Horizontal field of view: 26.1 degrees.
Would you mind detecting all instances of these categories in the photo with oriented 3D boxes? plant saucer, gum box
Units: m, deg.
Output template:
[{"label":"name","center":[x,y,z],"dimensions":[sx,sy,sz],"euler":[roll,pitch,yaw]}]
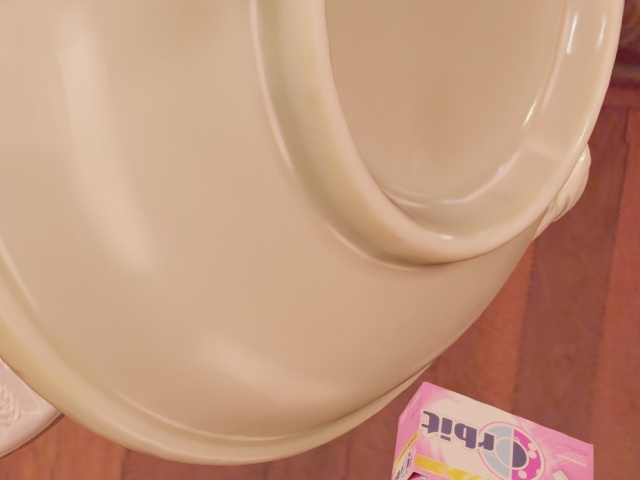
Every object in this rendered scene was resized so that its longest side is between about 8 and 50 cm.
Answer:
[{"label":"plant saucer","center":[0.025,-0.103,0.521],"dimensions":[0.100,0.400,0.400],"euler":[10,83,37]},{"label":"gum box","center":[0.163,0.217,1.268],"dimensions":[0.188,0.062,0.107],"euler":[21,42,-8]}]

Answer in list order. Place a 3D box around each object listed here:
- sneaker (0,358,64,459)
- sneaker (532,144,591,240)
[{"label":"sneaker","center":[-0.071,0.011,0.668],"dimensions":[0.321,0.180,0.124],"euler":[-40,64,13]},{"label":"sneaker","center":[0.038,-0.090,0.933],"dimensions":[0.292,0.118,0.110],"euler":[31,135,12]}]
